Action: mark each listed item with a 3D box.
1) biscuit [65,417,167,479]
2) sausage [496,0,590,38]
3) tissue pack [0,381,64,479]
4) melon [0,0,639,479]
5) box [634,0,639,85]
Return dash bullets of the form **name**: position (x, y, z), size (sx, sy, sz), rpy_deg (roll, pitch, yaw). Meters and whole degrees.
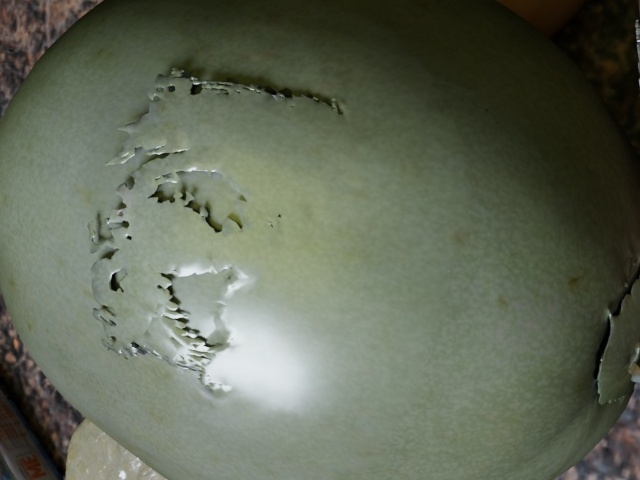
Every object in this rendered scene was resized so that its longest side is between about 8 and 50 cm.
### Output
- **biscuit**: position (-0.130, 0.167, 0.646), size (0.120, 0.015, 0.120), rpy_deg (0, 90, 26)
- **sausage**: position (0.171, -0.226, 0.462), size (0.086, 0.086, 0.289), rpy_deg (45, 109, 19)
- **tissue pack**: position (-0.278, 0.154, 0.690), size (0.115, 0.065, 0.155), rpy_deg (-46, 72, 19)
- **melon**: position (0.000, 0.000, 0.444), size (0.330, 0.268, 0.268), rpy_deg (23, 100, 27)
- **box**: position (0.309, -0.031, 0.290), size (0.385, 0.122, 0.344), rpy_deg (-9, 53, 25)
